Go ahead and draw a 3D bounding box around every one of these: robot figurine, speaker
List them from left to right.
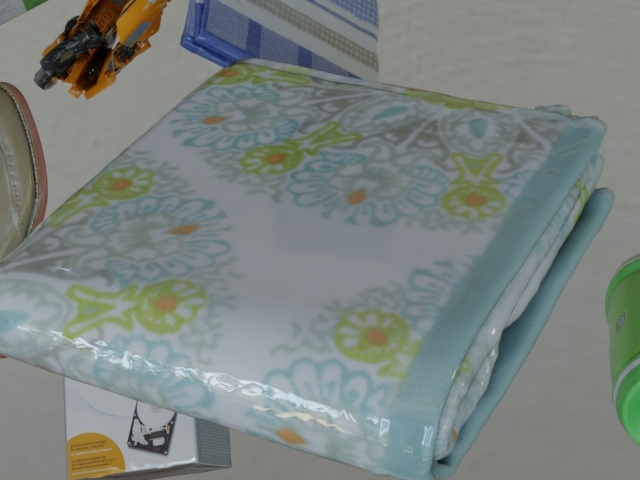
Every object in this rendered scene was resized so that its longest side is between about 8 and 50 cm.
[{"bbox_3d":[-0.200,-0.261,1.666,0.085,0.291,0.211,44,39,-8],"label":"robot figurine"},{"bbox_3d":[0.392,0.122,1.742,0.131,0.131,0.296,5,25,6],"label":"speaker"}]

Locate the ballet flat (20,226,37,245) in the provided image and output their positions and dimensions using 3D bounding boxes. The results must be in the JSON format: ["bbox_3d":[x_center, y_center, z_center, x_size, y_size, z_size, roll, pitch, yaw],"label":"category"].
[{"bbox_3d":[-0.168,-0.001,1.299,0.188,0.070,0.070,-17,32,2],"label":"ballet flat"}]

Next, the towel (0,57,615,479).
[{"bbox_3d":[0.000,0.000,1.023,0.321,0.090,0.374,11,35,24],"label":"towel"}]

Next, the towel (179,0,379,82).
[{"bbox_3d":[-0.034,-0.232,1.449,0.209,0.034,0.285,25,40,-23],"label":"towel"}]

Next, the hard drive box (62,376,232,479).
[{"bbox_3d":[-0.209,0.164,1.805,0.181,0.232,0.089,-12,-17,23],"label":"hard drive box"}]

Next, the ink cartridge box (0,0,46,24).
[{"bbox_3d":[-0.378,-0.316,1.575,0.160,0.219,0.092,-21,63,26],"label":"ink cartridge box"}]

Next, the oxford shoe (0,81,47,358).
[{"bbox_3d":[-0.424,-0.025,1.873,0.123,0.348,0.130,3,1,41],"label":"oxford shoe"}]
